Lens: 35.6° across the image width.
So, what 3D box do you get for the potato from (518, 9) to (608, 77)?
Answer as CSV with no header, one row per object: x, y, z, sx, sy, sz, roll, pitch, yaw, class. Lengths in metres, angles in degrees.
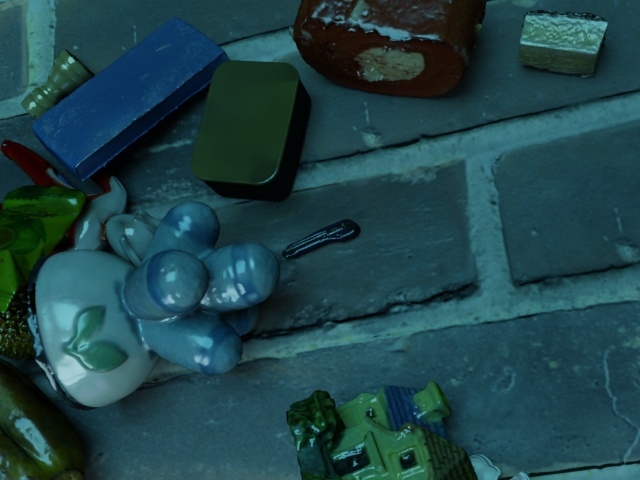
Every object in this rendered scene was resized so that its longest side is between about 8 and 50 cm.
0.342,-0.281,1.418,0.122,0.086,0.061,10,71,15,potato

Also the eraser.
-0.303,-0.232,1.589,0.312,0.043,0.144,-40,57,-14,eraser

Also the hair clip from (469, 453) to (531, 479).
0.174,0.359,1.251,0.220,0.054,0.140,-33,68,7,hair clip

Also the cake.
0.098,-0.316,1.461,0.282,0.177,0.151,10,73,15,cake

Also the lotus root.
-0.455,0.286,1.410,0.291,0.193,0.193,36,84,26,lotus root

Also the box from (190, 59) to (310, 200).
-0.100,-0.163,1.512,0.144,0.090,0.201,4,71,19,box

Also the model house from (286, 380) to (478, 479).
0.081,0.260,1.230,0.189,0.195,0.214,-21,43,4,model house

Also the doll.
-0.388,-0.044,1.563,0.384,0.099,0.188,21,70,28,doll

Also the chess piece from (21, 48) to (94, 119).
-0.446,-0.257,1.677,0.066,0.066,0.122,42,92,26,chess piece

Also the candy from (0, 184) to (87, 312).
-0.455,0.011,1.457,0.149,0.069,0.246,5,38,21,candy

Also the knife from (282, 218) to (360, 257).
0.000,0.000,1.459,0.121,0.018,0.031,-24,63,10,knife

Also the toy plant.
-0.207,0.083,1.368,0.332,0.247,0.247,-17,66,14,toy plant

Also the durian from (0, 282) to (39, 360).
-0.470,0.112,1.497,0.158,0.168,0.137,10,90,39,durian
